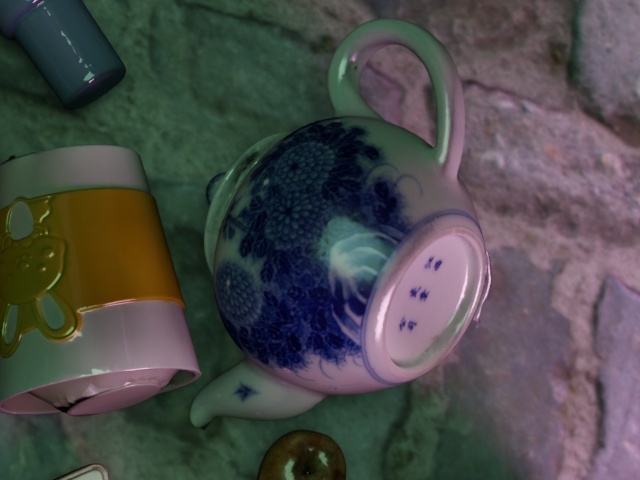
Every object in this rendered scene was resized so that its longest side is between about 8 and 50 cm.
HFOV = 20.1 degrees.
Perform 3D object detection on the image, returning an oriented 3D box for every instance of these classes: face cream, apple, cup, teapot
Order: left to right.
[{"bbox_3d":[-0.316,-0.295,1.703,0.135,0.086,0.385,-34,82,-5],"label":"face cream"},{"bbox_3d":[-0.239,0.047,1.631,0.241,0.185,0.226,-15,77,23],"label":"cup"},{"bbox_3d":[-0.018,0.216,1.672,0.084,0.071,0.084,3,79,-14],"label":"apple"},{"bbox_3d":[0.000,0.000,1.633,0.280,0.252,0.424,28,99,35],"label":"teapot"}]

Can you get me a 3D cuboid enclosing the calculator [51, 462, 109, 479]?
[{"bbox_3d":[-0.273,0.368,1.635,0.330,0.048,0.220,-40,89,-8],"label":"calculator"}]
